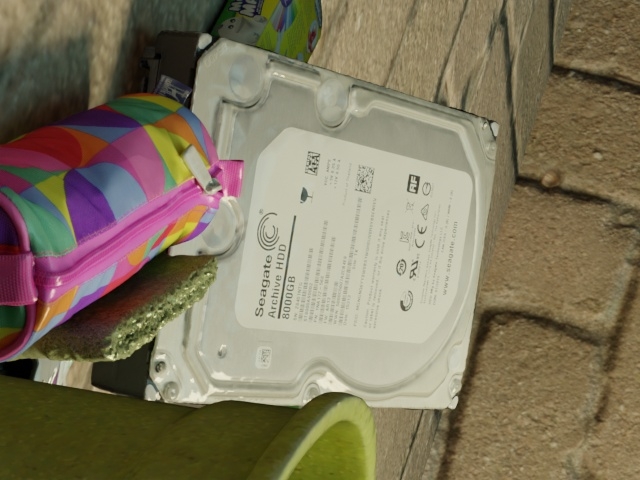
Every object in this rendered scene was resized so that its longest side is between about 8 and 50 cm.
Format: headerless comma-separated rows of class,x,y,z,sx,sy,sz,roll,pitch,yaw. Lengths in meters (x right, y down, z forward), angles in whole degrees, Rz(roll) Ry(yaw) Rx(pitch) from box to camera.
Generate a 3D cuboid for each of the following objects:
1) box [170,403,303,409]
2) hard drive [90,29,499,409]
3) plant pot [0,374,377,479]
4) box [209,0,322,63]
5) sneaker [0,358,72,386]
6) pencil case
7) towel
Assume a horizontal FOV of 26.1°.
box,-0.079,0.241,1.135,0.231,0.126,0.262,59,47,-72
hard drive,0.000,0.000,0.981,0.339,0.064,0.237,10,88,-48
plant pot,-0.140,0.158,0.564,0.276,0.253,0.276,16,90,-75
box,-0.044,-0.145,1.029,0.105,0.043,0.179,83,29,-56
sneaker,-0.175,0.093,0.808,0.069,0.038,0.098,-34,131,-63
pencil case,-0.130,-0.016,0.729,0.236,0.104,0.104,-41,144,-63
towel,-0.127,0.035,0.772,0.148,0.110,0.027,-42,130,-66
